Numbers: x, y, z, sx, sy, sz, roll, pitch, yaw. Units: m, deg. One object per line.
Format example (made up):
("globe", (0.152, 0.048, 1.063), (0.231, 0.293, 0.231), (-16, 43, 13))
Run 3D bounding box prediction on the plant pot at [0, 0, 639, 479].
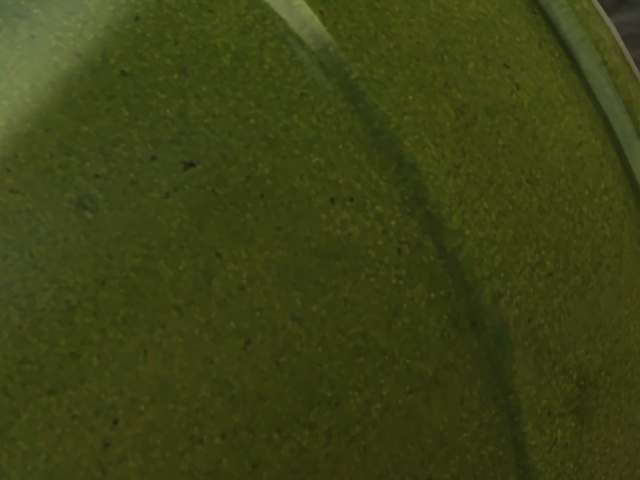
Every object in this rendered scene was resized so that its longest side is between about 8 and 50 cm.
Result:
("plant pot", (-0.139, 0.073, 0.473), (0.353, 0.366, 0.366), (-33, -26, -36))
